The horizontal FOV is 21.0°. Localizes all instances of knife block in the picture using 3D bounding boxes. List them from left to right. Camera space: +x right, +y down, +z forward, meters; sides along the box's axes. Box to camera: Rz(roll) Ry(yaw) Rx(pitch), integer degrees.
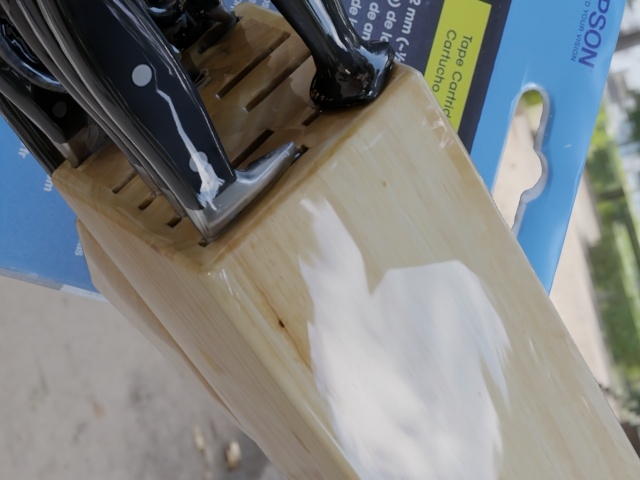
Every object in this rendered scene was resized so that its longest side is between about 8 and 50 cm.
[{"bbox_3d":[0.000,0.000,0.513,0.276,0.088,0.242,45,-13,8],"label":"knife block"}]

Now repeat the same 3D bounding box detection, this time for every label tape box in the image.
[{"bbox_3d":[-0.035,-0.076,0.895,0.115,0.348,0.249,8,-98,67],"label":"label tape box"}]
